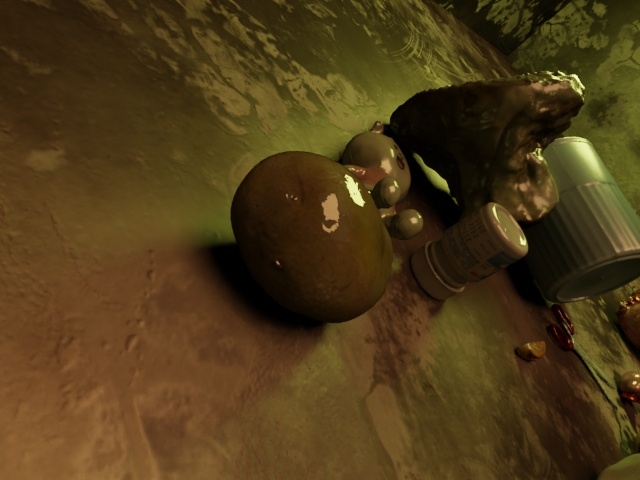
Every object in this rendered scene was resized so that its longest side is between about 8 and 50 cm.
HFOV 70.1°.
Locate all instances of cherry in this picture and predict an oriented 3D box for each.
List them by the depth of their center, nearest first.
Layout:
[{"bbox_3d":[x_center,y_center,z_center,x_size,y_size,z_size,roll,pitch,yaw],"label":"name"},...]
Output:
[{"bbox_3d":[1.015,0.264,1.376,0.192,0.175,0.250,1,60,-60],"label":"cherry"}]

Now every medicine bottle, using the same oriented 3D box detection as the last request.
[{"bbox_3d":[0.246,0.020,0.764,0.105,0.168,0.105,28,42,-29],"label":"medicine bottle"}]

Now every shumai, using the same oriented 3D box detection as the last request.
[{"bbox_3d":[0.350,-0.172,0.975,0.324,0.397,0.324,-18,103,-32],"label":"shumai"}]

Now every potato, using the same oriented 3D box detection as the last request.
[{"bbox_3d":[0.000,0.000,0.536,0.235,0.160,0.178,35,75,-42],"label":"potato"}]

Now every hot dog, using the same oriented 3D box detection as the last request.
[{"bbox_3d":[0.415,0.217,0.889,0.090,0.030,0.034,7,56,-43],"label":"hot dog"}]

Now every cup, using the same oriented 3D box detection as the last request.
[{"bbox_3d":[0.575,-0.019,1.099,0.256,0.331,0.311,-1,56,-17],"label":"cup"}]

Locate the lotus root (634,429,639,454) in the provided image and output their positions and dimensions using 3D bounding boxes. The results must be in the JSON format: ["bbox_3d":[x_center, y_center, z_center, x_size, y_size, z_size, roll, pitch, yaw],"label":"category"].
[{"bbox_3d":[0.718,0.462,0.912,0.154,0.140,0.257,17,48,3],"label":"lotus root"}]

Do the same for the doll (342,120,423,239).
[{"bbox_3d":[0.088,-0.099,0.760,0.155,0.113,0.275,42,29,-27],"label":"doll"}]

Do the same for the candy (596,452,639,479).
[{"bbox_3d":[0.557,0.533,0.671,0.208,0.145,0.359,-7,64,-48],"label":"candy"}]

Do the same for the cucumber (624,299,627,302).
[{"bbox_3d":[1.076,0.248,1.568,0.107,0.035,0.067,39,47,-28],"label":"cucumber"}]

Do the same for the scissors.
[{"bbox_3d":[0.620,0.273,1.074,0.248,0.017,0.144,53,37,1],"label":"scissors"}]

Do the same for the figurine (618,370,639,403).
[{"bbox_3d":[0.767,0.355,1.114,0.067,0.071,0.083,25,4,43],"label":"figurine"}]
